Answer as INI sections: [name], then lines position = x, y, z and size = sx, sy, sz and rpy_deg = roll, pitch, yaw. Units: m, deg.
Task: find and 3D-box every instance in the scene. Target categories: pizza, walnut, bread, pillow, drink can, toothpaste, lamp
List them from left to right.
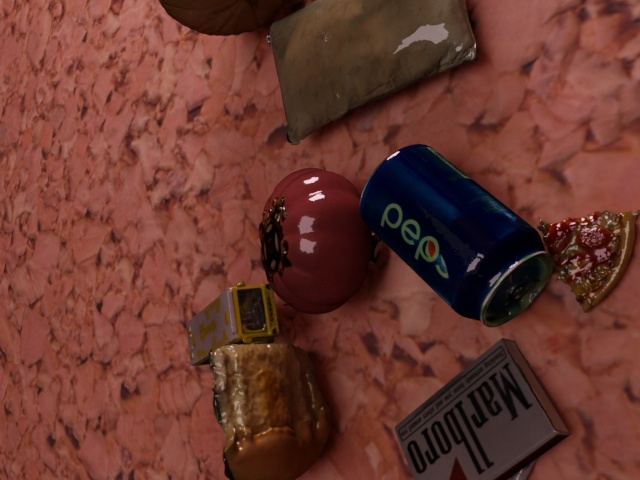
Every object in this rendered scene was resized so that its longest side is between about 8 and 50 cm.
[walnut]
position = -0.144, -0.410, 0.977
size = 0.227, 0.228, 0.228
rpy_deg = -7, 80, 42
[bread]
position = -0.055, 0.219, 0.867
size = 0.132, 0.252, 0.174
rpy_deg = -14, 68, -4
[lamp]
position = 0.000, 0.000, 0.842
size = 0.182, 0.140, 0.182
rpy_deg = 180, 90, -64
[pillow]
position = 0.050, -0.251, 0.861
size = 0.302, 0.074, 0.185
rpy_deg = -18, 75, 38
[drink can]
position = 0.139, -0.009, 0.719
size = 0.205, 0.118, 0.118
rpy_deg = 47, 116, 37
[toothpaste]
position = 0.215, 0.209, 0.692
size = 0.024, 0.015, 0.083
rpy_deg = 24, 96, 34
[pizza]
position = 0.260, 0.021, 0.662
size = 0.100, 0.029, 0.099
rpy_deg = -6, 81, 43

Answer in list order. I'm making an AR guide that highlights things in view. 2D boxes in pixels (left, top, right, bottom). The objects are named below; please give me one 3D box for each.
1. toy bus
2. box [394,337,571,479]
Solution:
[toy bus]
position = -0.126, 0.119, 0.947
size = 0.226, 0.074, 0.081
rpy_deg = -34, 60, 59
[box]
position = 0.164, 0.201, 0.717
size = 0.177, 0.035, 0.115
rpy_deg = -48, 45, 28
